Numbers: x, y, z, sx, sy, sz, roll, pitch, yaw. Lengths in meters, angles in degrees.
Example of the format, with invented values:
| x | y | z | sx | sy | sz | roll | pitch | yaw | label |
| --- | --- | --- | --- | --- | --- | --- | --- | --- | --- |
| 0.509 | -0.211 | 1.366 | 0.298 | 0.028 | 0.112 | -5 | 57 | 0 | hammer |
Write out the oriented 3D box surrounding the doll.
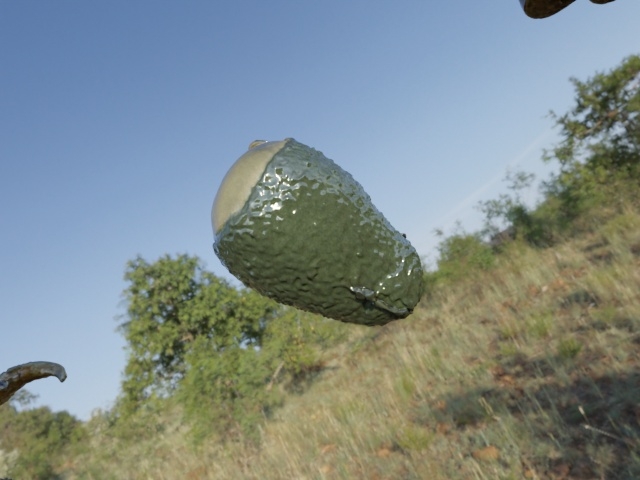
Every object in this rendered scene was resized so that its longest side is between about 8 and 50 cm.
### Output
| x | y | z | sx | sy | sz | roll | pitch | yaw | label |
| --- | --- | --- | --- | --- | --- | --- | --- | --- | --- |
| 0.000 | 0.000 | 0.820 | 0.247 | 0.349 | 0.247 | -57 | 6 | 10 | doll |

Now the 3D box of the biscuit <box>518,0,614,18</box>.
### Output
| x | y | z | sx | sy | sz | roll | pitch | yaw | label |
| --- | --- | --- | --- | --- | --- | --- | --- | --- | --- |
| 0.245 | -0.281 | 0.423 | 0.179 | 0.039 | 0.236 | -14 | -25 | 0 | biscuit |

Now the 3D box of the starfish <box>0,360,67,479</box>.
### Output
| x | y | z | sx | sy | sz | roll | pitch | yaw | label |
| --- | --- | --- | --- | --- | --- | --- | --- | --- | --- |
| -0.195 | 0.177 | 0.312 | 0.074 | 0.190 | 0.146 | -10 | -3 | 3 | starfish |
